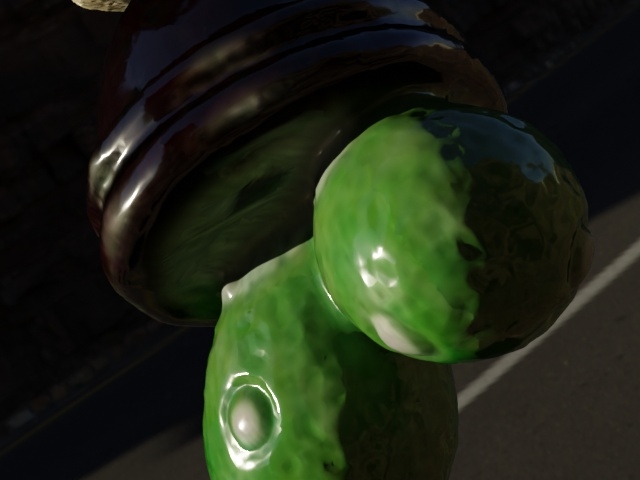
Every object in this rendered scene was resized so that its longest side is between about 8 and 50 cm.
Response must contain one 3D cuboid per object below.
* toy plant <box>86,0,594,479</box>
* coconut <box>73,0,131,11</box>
[{"bbox_3d":[0.000,0.000,0.431,0.175,0.235,0.218,-7,-33,-35],"label":"toy plant"},{"bbox_3d":[-0.087,-0.168,0.453,0.110,0.124,0.110,-13,-13,-3],"label":"coconut"}]
